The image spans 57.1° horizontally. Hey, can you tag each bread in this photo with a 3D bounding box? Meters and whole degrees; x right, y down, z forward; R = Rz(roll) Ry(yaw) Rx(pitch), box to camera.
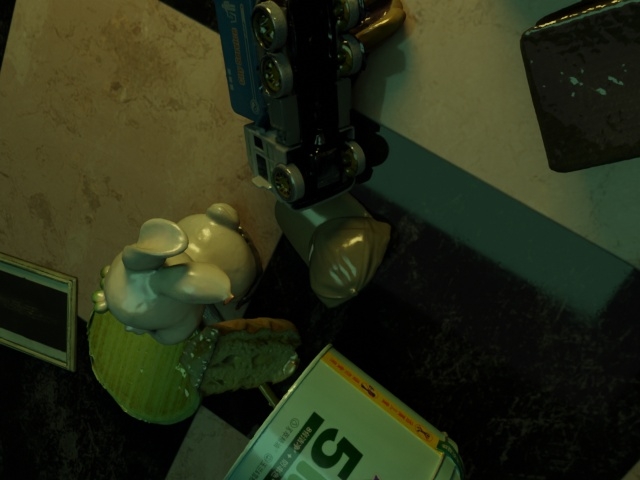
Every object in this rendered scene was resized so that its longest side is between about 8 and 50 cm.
[{"bbox_3d":[-0.348,0.227,1.177,0.301,0.045,0.301,5,104,21],"label":"bread"},{"bbox_3d":[0.020,-0.372,0.847,0.134,0.081,0.225,-33,91,27],"label":"bread"},{"bbox_3d":[-0.128,0.187,0.985,0.088,0.232,0.128,27,101,37],"label":"bread"}]

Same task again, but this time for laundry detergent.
[{"bbox_3d":[0.049,0.367,0.923,0.305,0.287,0.287,37,114,10],"label":"laundry detergent"}]

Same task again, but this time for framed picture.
[{"bbox_3d":[-0.657,0.149,1.294,0.293,0.018,0.231,15,109,18],"label":"framed picture"}]

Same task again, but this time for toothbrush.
[{"bbox_3d":[-0.144,0.228,1.109,0.024,0.021,0.288,-37,89,37],"label":"toothbrush"}]

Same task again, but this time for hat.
[{"bbox_3d":[0.000,0.000,0.938,0.173,0.144,0.166,35,114,-15],"label":"hat"}]

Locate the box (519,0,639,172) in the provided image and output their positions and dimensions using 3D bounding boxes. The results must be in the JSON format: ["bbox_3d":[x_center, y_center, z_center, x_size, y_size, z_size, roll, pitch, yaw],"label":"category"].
[{"bbox_3d":[0.387,-0.207,0.670,0.273,0.143,0.184,-10,110,36],"label":"box"}]

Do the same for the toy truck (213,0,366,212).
[{"bbox_3d":[-0.040,-0.233,0.822,0.175,0.146,0.367,32,136,45],"label":"toy truck"}]

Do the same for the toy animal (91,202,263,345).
[{"bbox_3d":[-0.223,0.055,0.935,0.247,0.310,0.183,-37,86,20],"label":"toy animal"}]
